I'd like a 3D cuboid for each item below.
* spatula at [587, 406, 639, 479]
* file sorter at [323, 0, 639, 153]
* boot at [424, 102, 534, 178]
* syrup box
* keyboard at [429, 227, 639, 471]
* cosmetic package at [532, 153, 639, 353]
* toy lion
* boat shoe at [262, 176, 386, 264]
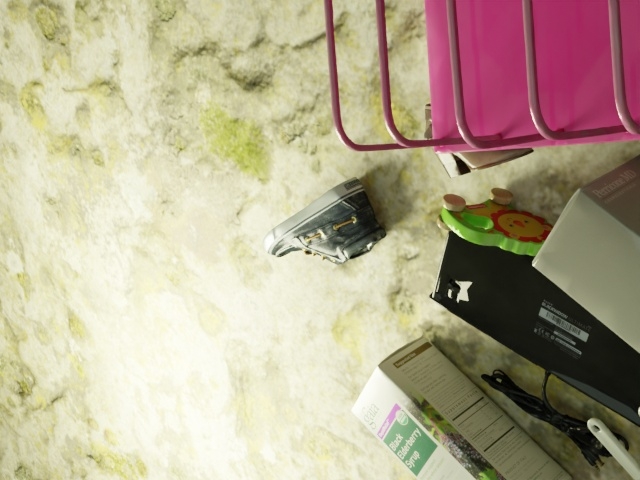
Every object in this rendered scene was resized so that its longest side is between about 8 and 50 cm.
[{"bbox_3d":[0.373,0.244,0.898,0.242,0.019,0.168,48,139,1],"label":"spatula"},{"bbox_3d":[0.162,-0.177,0.796,0.290,0.182,0.202,1,97,44],"label":"file sorter"},{"bbox_3d":[0.155,-0.114,0.965,0.118,0.042,0.087,-15,93,44],"label":"boot"},{"bbox_3d":[0.156,0.231,1.080,0.237,0.096,0.093,43,133,21],"label":"syrup box"},{"bbox_3d":[0.248,0.114,0.984,0.317,0.033,0.201,32,127,32],"label":"keyboard"},{"bbox_3d":[0.318,0.042,0.810,0.238,0.127,0.107,43,134,20],"label":"cosmetic package"},{"bbox_3d":[0.181,-0.014,0.945,0.096,0.100,0.034,48,136,45],"label":"toy lion"},{"bbox_3d":[0.000,0.000,1.150,0.183,0.065,0.083,-34,82,46],"label":"boat shoe"}]
